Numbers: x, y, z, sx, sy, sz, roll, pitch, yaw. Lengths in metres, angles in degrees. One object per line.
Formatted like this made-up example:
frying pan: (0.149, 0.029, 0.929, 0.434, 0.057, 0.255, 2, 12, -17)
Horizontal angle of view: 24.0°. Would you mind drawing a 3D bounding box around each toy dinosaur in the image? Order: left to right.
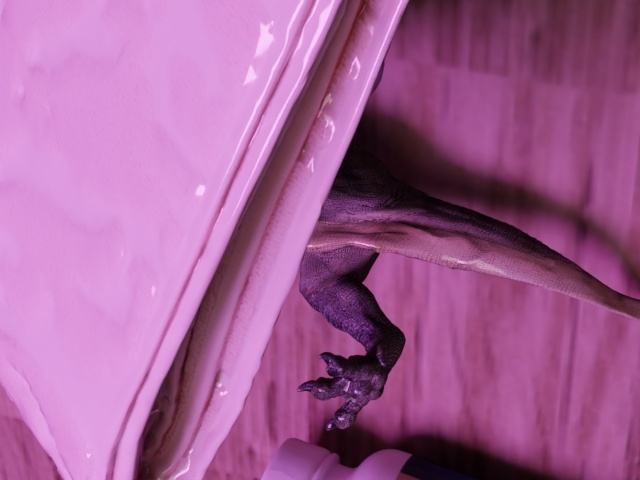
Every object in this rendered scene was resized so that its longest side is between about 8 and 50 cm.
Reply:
toy dinosaur: (0.000, 0.000, 0.593, 0.268, 0.118, 0.064, 26, 138, 9)

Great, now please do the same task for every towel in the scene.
towel: (-0.084, -0.138, 0.418, 0.332, 0.053, 0.317, 53, 134, 29)

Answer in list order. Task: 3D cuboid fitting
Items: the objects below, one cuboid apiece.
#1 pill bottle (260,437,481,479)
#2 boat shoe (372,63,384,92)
pill bottle: (0.051, 0.151, 0.684, 0.169, 0.094, 0.094, 19, 127, 12)
boat shoe: (-0.101, -0.077, 0.562, 0.267, 0.088, 0.096, 19, 144, 33)
